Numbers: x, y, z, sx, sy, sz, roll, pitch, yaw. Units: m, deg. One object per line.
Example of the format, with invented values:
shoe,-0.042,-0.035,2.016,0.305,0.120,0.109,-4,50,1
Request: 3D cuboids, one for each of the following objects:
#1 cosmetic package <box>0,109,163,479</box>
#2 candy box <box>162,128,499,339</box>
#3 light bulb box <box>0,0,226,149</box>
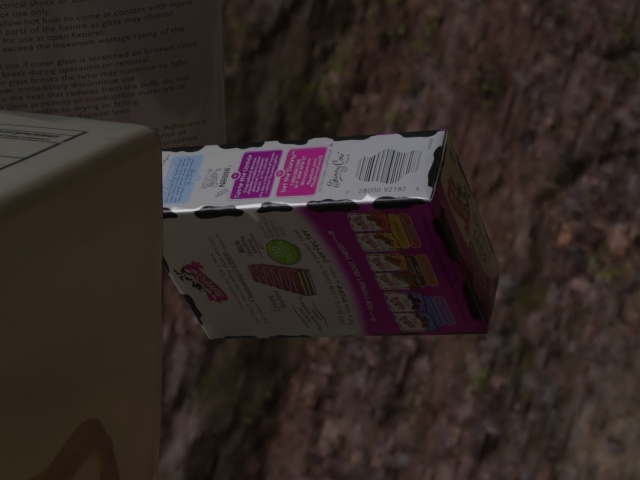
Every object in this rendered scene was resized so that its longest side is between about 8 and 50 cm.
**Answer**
cosmetic package,-0.139,0.051,0.333,0.296,0.153,0.129,-48,-40,-75
candy box,0.000,0.000,1.209,0.159,0.233,0.071,64,-149,-46
light bulb box,-0.214,-0.249,1.392,0.361,0.225,0.358,91,167,-46
